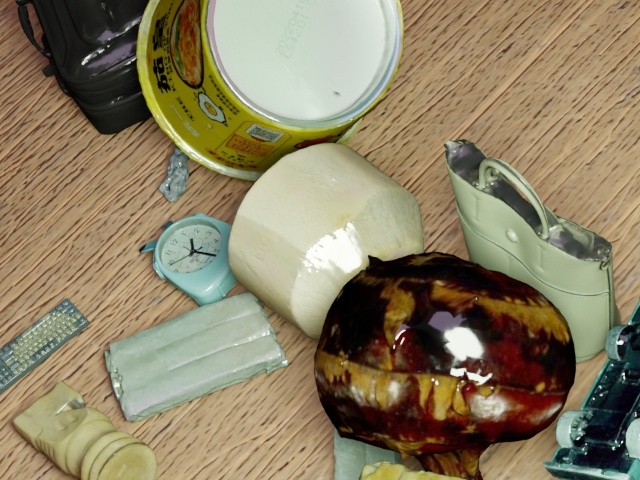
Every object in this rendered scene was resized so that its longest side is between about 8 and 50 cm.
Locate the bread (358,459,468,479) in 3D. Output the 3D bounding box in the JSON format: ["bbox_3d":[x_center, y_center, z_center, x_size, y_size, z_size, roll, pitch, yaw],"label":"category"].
[{"bbox_3d":[0.123,0.375,1.679,0.239,0.196,0.252,10,57,26],"label":"bread"}]

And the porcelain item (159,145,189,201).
[{"bbox_3d":[-0.191,-0.088,2.183,0.036,0.028,0.083,-8,54,31],"label":"porcelain item"}]

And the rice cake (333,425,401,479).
[{"bbox_3d":[0.054,0.256,1.870,0.085,0.040,0.226,-8,55,9],"label":"rice cake"}]

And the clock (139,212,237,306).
[{"bbox_3d":[-0.166,0.015,2.094,0.147,0.045,0.108,27,66,30],"label":"clock"}]

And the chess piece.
[{"bbox_3d":[-0.288,0.240,1.958,0.090,0.090,0.200,-46,46,-17],"label":"chess piece"}]

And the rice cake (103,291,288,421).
[{"bbox_3d":[-0.157,0.144,2.007,0.211,0.038,0.124,-25,54,-2],"label":"rice cake"}]

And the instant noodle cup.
[{"bbox_3d":[-0.048,-0.244,2.025,0.326,0.254,0.325,1,86,-16],"label":"instant noodle cup"}]

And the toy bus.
[{"bbox_3d":[0.369,0.181,1.770,0.128,0.147,0.256,2,51,51],"label":"toy bus"}]

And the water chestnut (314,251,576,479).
[{"bbox_3d":[0.134,0.152,1.785,0.300,0.300,0.300,-7,55,10],"label":"water chestnut"}]

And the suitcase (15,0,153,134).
[{"bbox_3d":[-0.253,-0.345,2.297,0.339,0.188,0.345,-27,55,2],"label":"suitcase"}]

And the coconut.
[{"bbox_3d":[0.003,-0.003,1.960,0.241,0.241,0.241,-7,55,10],"label":"coconut"}]

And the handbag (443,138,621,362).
[{"bbox_3d":[0.243,-0.009,1.833,0.109,0.315,0.241,-41,56,-17],"label":"handbag"}]

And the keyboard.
[{"bbox_3d":[-0.377,0.143,2.083,0.176,0.014,0.055,-38,52,-13],"label":"keyboard"}]
